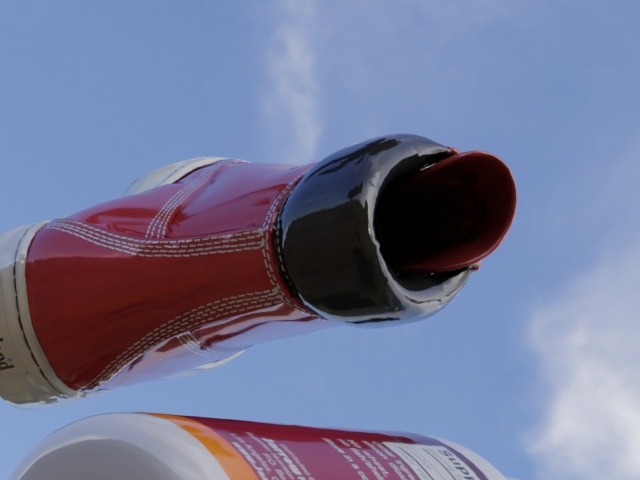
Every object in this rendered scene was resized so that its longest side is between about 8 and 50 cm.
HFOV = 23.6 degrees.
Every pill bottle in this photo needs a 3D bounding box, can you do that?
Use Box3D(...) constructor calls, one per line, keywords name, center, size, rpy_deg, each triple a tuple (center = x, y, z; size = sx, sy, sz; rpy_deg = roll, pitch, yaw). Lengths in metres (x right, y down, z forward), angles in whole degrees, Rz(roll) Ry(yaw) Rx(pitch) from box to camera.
Box3D(name="pill bottle", center=(0.000, 0.087, 0.367), size=(0.086, 0.086, 0.152), rpy_deg=(-33, -28, 32))

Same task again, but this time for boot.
Box3D(name="boot", center=(0.000, 0.000, 0.591), size=(0.176, 0.244, 0.088), rpy_deg=(-14, -86, 18))
